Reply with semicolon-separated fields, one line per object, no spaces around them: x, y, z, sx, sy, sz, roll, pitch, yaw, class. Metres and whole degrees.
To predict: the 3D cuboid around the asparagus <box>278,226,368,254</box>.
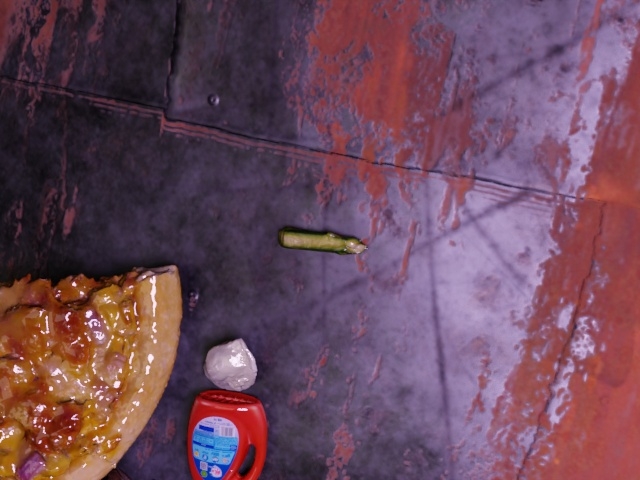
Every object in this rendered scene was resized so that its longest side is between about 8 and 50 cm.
0.000;0.001;0.860;0.108;0.021;0.025;7;97;18;asparagus

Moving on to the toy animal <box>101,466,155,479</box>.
-0.209;0.363;0.888;0.116;0.179;0.219;-34;82;-8;toy animal

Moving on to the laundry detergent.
-0.112;0.264;0.913;0.097;0.049;0.165;6;100;15;laundry detergent

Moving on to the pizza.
-0.326;0.160;0.882;0.409;0.114;0.278;-42;93;-10;pizza

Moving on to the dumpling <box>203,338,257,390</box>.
-0.105;0.148;0.893;0.076;0.052;0.057;-35;73;8;dumpling
